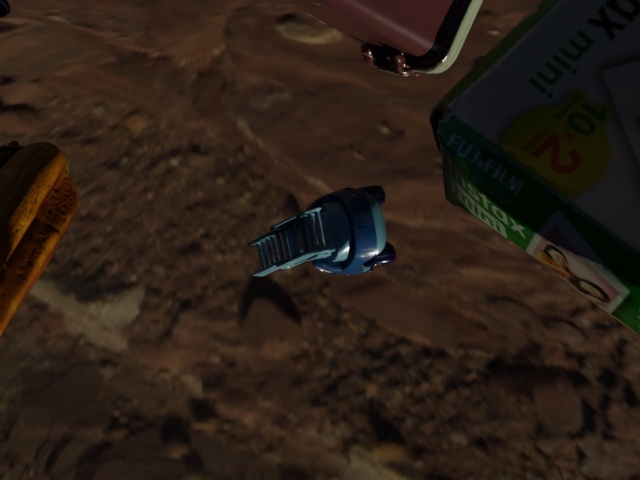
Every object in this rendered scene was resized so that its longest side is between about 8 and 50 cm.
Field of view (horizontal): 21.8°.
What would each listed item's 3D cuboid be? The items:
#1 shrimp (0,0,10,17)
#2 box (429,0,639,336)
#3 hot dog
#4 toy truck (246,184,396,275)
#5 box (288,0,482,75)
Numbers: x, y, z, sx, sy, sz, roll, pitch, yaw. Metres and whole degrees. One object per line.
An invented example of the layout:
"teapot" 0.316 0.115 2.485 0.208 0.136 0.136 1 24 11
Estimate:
"shrimp" -0.184 -0.157 0.628 0.051 0.198 0.262 -54 127 -15
"box" 0.192 -0.028 0.778 0.250 0.103 0.180 39 76 23
"hot dog" -0.204 0.008 1.020 0.055 0.188 0.072 8 133 18
"toy truck" 0.000 0.000 1.219 0.074 0.136 0.063 -9 83 -21
"box" 0.079 -0.327 1.656 0.167 0.193 0.294 23 91 -29
